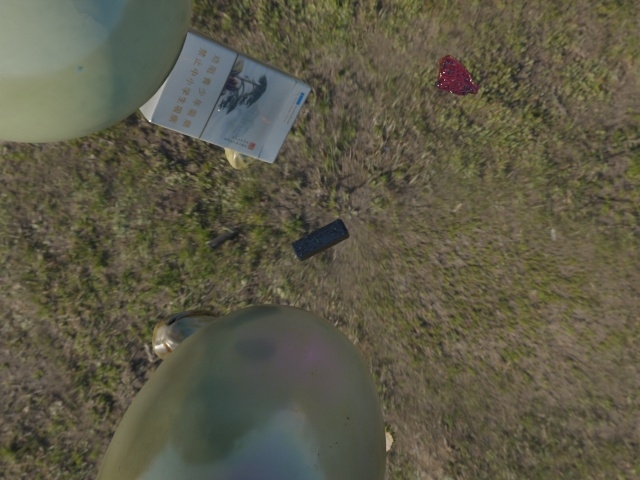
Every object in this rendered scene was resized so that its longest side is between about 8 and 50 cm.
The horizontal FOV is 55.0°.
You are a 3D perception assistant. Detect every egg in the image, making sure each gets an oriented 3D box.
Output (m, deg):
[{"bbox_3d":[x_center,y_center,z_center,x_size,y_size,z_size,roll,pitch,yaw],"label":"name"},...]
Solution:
[{"bbox_3d":[-0.204,-0.175,0.394,0.269,0.219,0.219,23,93,19],"label":"egg"}]

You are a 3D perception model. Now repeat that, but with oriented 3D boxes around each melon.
[{"bbox_3d":[-0.060,0.191,0.510,0.223,0.316,0.223,10,129,12],"label":"melon"}]

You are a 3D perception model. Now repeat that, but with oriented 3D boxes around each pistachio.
[{"bbox_3d":[-0.325,0.239,1.558,0.130,0.206,0.131,35,115,39],"label":"pistachio"}]

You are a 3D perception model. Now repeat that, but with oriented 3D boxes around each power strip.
[{"bbox_3d":[0.000,0.000,1.177,0.111,0.029,0.037,-27,66,2],"label":"power strip"}]

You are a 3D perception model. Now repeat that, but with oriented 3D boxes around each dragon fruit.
[{"bbox_3d":[0.393,-0.468,1.752,0.131,0.063,0.097,16,111,-9],"label":"dragon fruit"}]

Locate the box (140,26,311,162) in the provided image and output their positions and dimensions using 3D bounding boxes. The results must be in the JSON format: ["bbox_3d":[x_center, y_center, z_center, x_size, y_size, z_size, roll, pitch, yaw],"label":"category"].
[{"bbox_3d":[-0.146,-0.227,0.977,0.233,0.067,0.149,15,115,-38],"label":"box"}]

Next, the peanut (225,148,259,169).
[{"bbox_3d":[-0.164,-0.323,1.670,0.140,0.153,0.325,29,63,-2],"label":"peanut"}]

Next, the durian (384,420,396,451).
[{"bbox_3d":[0.095,0.472,1.493,0.165,0.132,0.182,24,121,30],"label":"durian"}]
